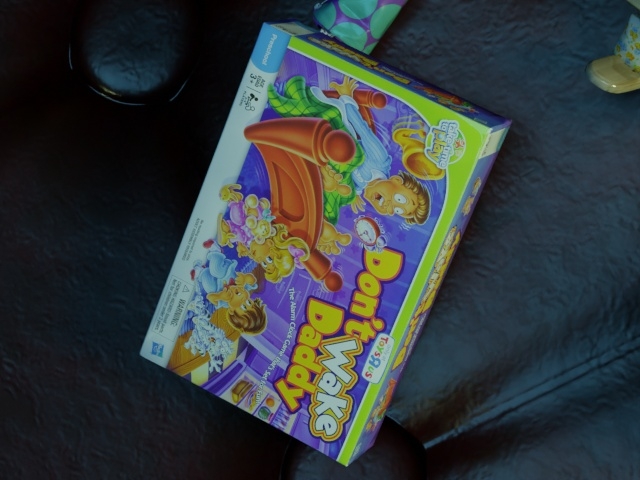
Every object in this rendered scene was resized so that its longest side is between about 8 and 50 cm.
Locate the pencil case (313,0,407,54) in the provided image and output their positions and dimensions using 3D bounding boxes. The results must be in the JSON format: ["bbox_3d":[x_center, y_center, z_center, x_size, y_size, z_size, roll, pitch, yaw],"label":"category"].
[{"bbox_3d":[0.056,-0.248,1.594,0.070,0.064,0.152,37,99,2],"label":"pencil case"}]

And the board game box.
[{"bbox_3d":[0.000,0.000,1.564,0.233,0.078,0.347,26,107,15],"label":"board game box"}]

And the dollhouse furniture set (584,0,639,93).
[{"bbox_3d":[0.273,-0.229,1.439,0.242,0.161,0.212,44,129,27],"label":"dollhouse furniture set"}]
